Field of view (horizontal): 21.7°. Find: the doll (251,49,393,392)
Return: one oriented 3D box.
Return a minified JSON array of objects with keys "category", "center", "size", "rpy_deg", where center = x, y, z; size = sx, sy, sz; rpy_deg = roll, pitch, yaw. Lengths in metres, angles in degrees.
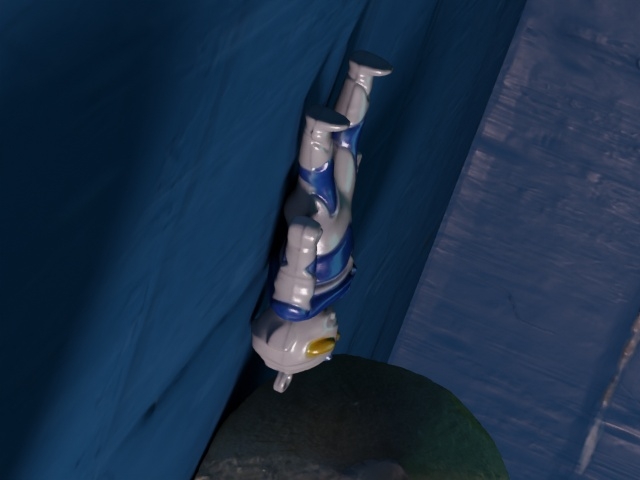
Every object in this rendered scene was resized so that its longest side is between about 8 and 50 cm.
[{"category":"doll","center":[0.000,0.000,1.029],"size":[0.114,0.057,0.227],"rpy_deg":[-64,171,-55]}]

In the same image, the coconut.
[{"category":"coconut","center":[0.019,0.211,1.146],"size":[0.244,0.239,0.239],"rpy_deg":[100,15,-58]}]
